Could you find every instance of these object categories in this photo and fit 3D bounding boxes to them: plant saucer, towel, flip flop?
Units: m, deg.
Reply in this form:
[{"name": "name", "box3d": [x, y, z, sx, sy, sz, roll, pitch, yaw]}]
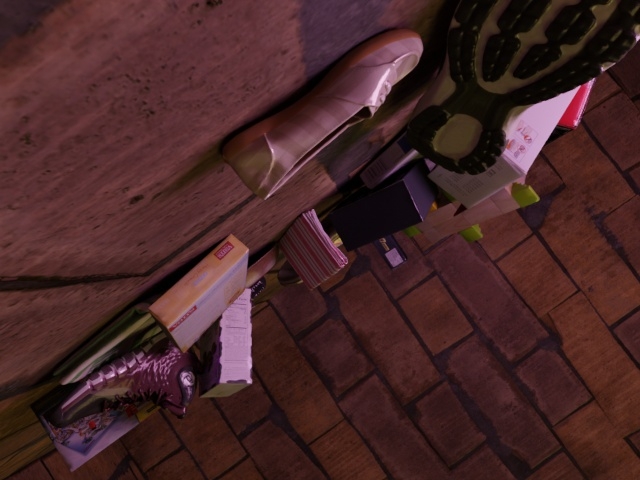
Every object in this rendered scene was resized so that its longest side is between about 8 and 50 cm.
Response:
[{"name": "plant saucer", "box3d": [-0.166, 0.085, 1.103, 0.198, 0.036, 0.198, -39, -176, 3]}, {"name": "towel", "box3d": [-0.022, 0.026, 1.061, 0.029, 0.144, 0.197, -32, 174, -31]}, {"name": "flip flop", "box3d": [-0.018, -0.004, 1.184, 0.277, 0.080, 0.112, -49, -146, 0]}, {"name": "towel", "box3d": [-0.308, 0.149, 0.905, 0.247, 0.038, 0.325, -38, 174, 16]}]

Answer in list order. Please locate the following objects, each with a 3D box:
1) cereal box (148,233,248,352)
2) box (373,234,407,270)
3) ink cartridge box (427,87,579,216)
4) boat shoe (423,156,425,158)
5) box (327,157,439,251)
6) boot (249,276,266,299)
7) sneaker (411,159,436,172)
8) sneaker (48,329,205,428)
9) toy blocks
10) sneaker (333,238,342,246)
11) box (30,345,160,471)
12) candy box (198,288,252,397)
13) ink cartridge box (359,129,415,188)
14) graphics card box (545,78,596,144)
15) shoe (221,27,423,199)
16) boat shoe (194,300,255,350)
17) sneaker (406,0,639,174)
[{"name": "cereal box", "box3d": [-0.200, 0.100, 0.816, 0.173, 0.047, 0.240, -46, 172, -23]}, {"name": "box", "box3d": [0.182, -0.024, 1.449, 0.059, 0.233, 0.183, -33, 175, 10]}, {"name": "ink cartridge box", "box3d": [0.389, -0.234, 1.055, 0.309, 0.130, 0.272, -51, -179, -23]}, {"name": "boat shoe", "box3d": [0.287, -0.254, 1.127, 0.135, 0.050, 0.045, -41, -172, 40]}, {"name": "box", "box3d": [0.153, -0.087, 1.072, 0.184, 0.103, 0.261, -26, -173, 27]}, {"name": "boot", "box3d": [-0.257, 0.180, 1.364, 0.197, 0.077, 0.137, -30, 177, -42]}, {"name": "sneaker", "box3d": [0.336, -0.248, 1.371, 0.094, 0.080, 0.212, -18, 167, -35]}, {"name": "sneaker", "box3d": [-0.333, 0.290, 0.880, 0.281, 0.163, 0.106, -34, 175, -39]}, {"name": "toy blocks", "box3d": [0.426, -0.159, 1.344, 0.381, 0.190, 0.261, -26, -152, 46]}, {"name": "sneaker", "box3d": [0.000, 0.000, 1.341, 0.208, 0.082, 0.094, -37, 173, 15]}, {"name": "box", "box3d": [-0.450, 0.336, 0.980, 0.233, 0.159, 0.044, -35, 175, -6]}, {"name": "candy box", "box3d": [-0.202, 0.216, 0.993, 0.070, 0.196, 0.165, 8, 151, -26]}, {"name": "ink cartridge box", "box3d": [0.215, -0.214, 0.984, 0.224, 0.045, 0.223, -33, 175, -40]}, {"name": "graphics card box", "box3d": [0.635, -0.393, 1.263, 0.371, 0.094, 0.233, -17, 124, -74]}, {"name": "shoe", "box3d": [0.013, -0.118, 0.444, 0.219, 0.058, 0.076, -35, 175, -5]}, {"name": "boat shoe", "box3d": [-0.356, 0.318, 1.799, 0.116, 0.097, 0.324, -40, 174, 36]}, {"name": "sneaker", "box3d": [0.219, -0.241, 0.538, 0.410, 0.158, 0.182, 124, -10, -71]}]
